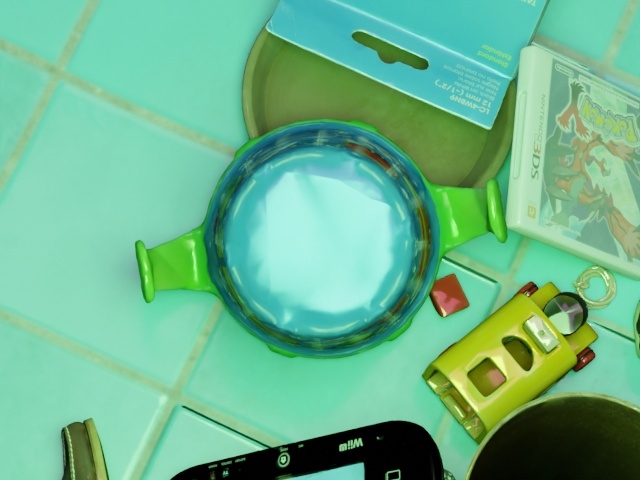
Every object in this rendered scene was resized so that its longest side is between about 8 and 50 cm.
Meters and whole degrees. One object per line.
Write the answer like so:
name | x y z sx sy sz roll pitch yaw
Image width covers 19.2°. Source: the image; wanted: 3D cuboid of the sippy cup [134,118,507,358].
sippy cup | 0.000 0.000 1.731 0.240 0.224 0.305 45 92 1

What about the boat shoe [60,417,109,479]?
boat shoe | -0.221 0.269 1.745 0.073 0.073 0.207 -10 75 -9

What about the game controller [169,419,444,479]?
game controller | -0.022 0.263 1.683 0.319 0.067 0.166 -17 74 33

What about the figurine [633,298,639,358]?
figurine | 0.422 0.154 1.827 0.209 0.092 0.215 0 75 -9

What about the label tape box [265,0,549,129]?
label tape box | 0.126 -0.314 1.882 0.249 0.115 0.348 24 60 2

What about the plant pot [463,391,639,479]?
plant pot | 0.215 0.265 1.700 0.215 0.230 0.215 1 74 -4

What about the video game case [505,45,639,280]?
video game case | 0.261 -0.073 1.845 0.201 0.023 0.183 20 70 -39

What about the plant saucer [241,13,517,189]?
plant saucer | 0.059 -0.138 1.898 0.277 0.041 0.278 1 74 -4

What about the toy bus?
toy bus | 0.198 0.102 1.809 0.191 0.104 0.202 6 75 -3

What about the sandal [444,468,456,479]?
sandal | 0.077 0.287 1.689 0.067 0.040 0.179 15 88 5
